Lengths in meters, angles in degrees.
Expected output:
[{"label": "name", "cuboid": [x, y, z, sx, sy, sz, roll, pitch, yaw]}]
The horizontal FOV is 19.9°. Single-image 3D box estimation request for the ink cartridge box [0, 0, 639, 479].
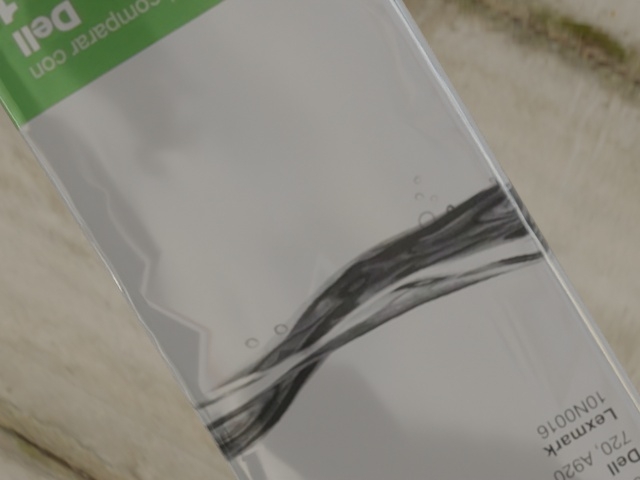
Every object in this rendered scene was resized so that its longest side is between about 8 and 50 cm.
[{"label": "ink cartridge box", "cuboid": [0.000, 0.000, 0.474, 0.093, 0.160, 0.219, -31, -87, 1]}]
